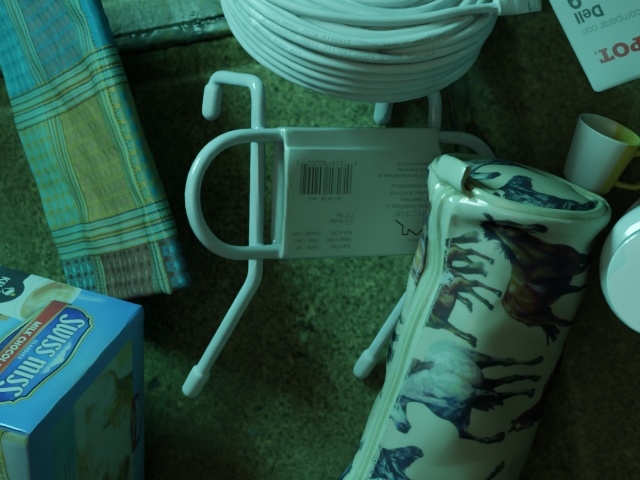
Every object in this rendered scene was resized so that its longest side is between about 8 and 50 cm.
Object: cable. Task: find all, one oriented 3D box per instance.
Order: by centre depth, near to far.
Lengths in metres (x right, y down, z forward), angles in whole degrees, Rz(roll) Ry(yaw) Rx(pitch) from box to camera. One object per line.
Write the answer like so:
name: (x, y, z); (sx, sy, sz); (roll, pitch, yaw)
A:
cable: (0.035, -0.235, 1.244); (0.257, 0.257, 0.089); (53, 150, 27)

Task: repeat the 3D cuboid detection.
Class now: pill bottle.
pill bottle: (0.305, 0.019, 1.195); (0.121, 0.216, 0.121); (3, 99, 19)

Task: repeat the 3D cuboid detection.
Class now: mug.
mug: (0.262, -0.072, 1.282); (0.078, 0.062, 0.064); (31, 115, 19)

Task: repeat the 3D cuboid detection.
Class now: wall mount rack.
wall mount rack: (0.000, 0.000, 1.291); (0.130, 0.350, 0.304); (12, 101, 54)

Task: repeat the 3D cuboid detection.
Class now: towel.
towel: (-0.247, -0.114, 1.383); (0.271, 0.040, 0.370); (-13, 95, 60)

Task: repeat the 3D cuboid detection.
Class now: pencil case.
pencil case: (0.126, 0.112, 1.260); (0.160, 0.183, 0.410); (39, 124, 43)

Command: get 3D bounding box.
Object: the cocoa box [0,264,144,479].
cocoa box: (-0.321, 0.231, 1.390); (0.228, 0.231, 0.347); (14, 123, 16)

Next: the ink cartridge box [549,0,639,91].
ink cartridge box: (0.273, -0.295, 1.146); (0.211, 0.121, 0.289); (-18, 108, 41)
